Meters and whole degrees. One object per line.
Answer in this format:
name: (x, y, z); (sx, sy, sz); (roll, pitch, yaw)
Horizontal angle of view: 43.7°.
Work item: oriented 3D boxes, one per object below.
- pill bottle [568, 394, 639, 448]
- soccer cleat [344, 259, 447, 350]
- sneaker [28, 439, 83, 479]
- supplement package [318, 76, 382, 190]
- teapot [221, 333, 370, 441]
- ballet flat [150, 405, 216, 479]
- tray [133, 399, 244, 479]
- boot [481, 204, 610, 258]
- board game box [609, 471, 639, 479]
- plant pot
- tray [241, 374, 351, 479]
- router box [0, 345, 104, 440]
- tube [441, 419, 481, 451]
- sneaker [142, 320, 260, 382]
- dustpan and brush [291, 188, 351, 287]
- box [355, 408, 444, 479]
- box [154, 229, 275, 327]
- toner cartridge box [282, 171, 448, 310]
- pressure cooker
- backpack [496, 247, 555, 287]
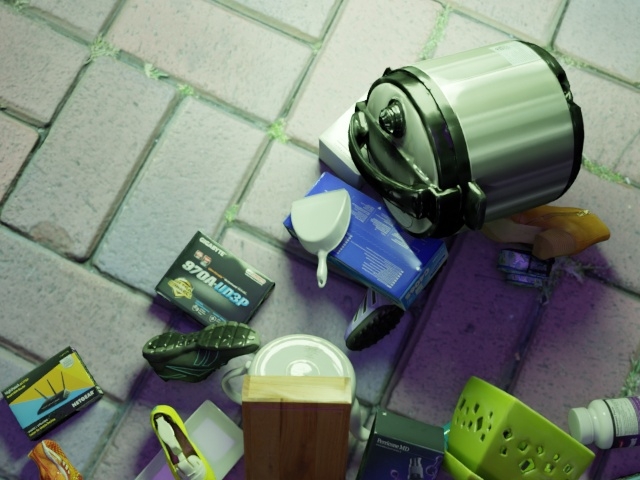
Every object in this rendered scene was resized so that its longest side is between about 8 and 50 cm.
pill bottle: (0.651, 0.399, 1.746); (0.193, 0.108, 0.108); (-5, 76, -2)
soccer cleat: (0.151, 0.114, 1.824); (0.116, 0.108, 0.318); (38, 81, 32)
sneaker: (-0.567, 0.517, 1.731); (0.067, 0.064, 0.175); (-41, 74, 10)
supplement package: (0.125, -0.256, 1.885); (0.134, 0.139, 0.244); (44, 81, 10)
teapot: (-0.050, 0.340, 1.719); (0.252, 0.187, 0.256); (-18, 49, -24)
ballet flat: (-0.298, 0.456, 1.701); (0.077, 0.077, 0.231); (-31, 79, -9)
tray: (-0.286, 0.497, 1.747); (0.145, 0.030, 0.270); (40, 79, 9)
boot: (0.505, -0.051, 1.861); (0.211, 0.104, 0.295); (-14, 37, -34)
board game box: (0.697, 0.674, 1.693); (0.253, 0.079, 0.336); (-14, 77, -5)
plant pot: (0.385, 0.443, 1.657); (0.228, 0.227, 0.207); (34, 85, -11)
tray: (-0.049, 0.439, 1.593); (0.202, 0.411, 0.076); (1, 38, 0)
router box: (-0.595, 0.340, 1.772); (0.179, 0.046, 0.133); (-34, 79, -9)
tube: (0.304, 0.429, 1.768); (0.207, 0.052, 0.080); (-27, 91, -12)
sneaker: (-0.254, 0.249, 1.759); (0.267, 0.101, 0.106); (-9, 116, 14)
dustpan and brush: (0.000, 0.000, 1.755); (0.147, 0.060, 0.211); (-11, 54, 26)
box: (0.161, 0.483, 1.675); (0.153, 0.108, 0.207); (15, 107, 4)
box: (-0.241, 0.109, 1.832); (0.220, 0.051, 0.175); (34, 79, 7)
toner cartridge box: (0.098, -0.003, 1.795); (0.348, 0.075, 0.165); (34, 78, 28)
pressure cooker: (0.271, -0.203, 1.648); (0.420, 0.370, 0.376); (-18, 92, -17)
backpack: (0.462, 0.064, 1.827); (0.114, 0.105, 0.084); (15, 86, 1)
